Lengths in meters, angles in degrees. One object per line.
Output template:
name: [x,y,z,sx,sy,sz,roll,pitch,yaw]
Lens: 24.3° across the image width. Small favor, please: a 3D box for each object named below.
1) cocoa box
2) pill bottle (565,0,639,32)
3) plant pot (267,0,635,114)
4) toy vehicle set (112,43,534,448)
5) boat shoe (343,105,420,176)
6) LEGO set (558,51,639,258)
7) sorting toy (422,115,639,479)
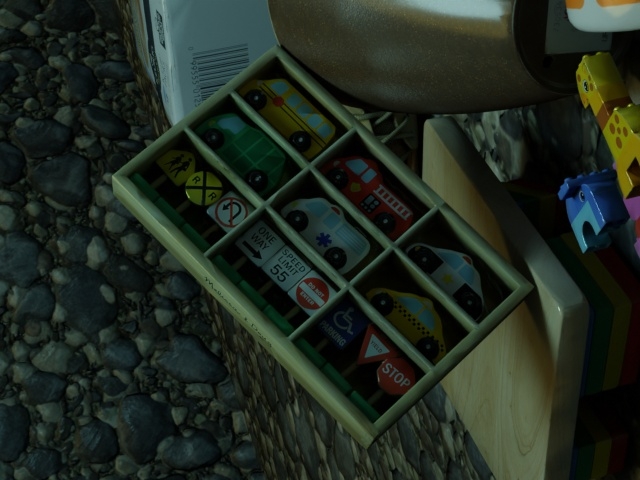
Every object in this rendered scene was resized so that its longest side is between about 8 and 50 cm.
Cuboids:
cocoa box: [-0.081,-0.321,1.543,0.228,0.231,0.347,-123,24,-55]
pill bottle: [0.183,-0.234,0.827,0.121,0.121,0.221,-153,52,-72]
plant pot: [0.110,-0.178,1.058,0.230,0.215,0.215,27,130,55]
toy vehicle set: [0.000,0.000,1.077,0.267,0.166,0.035,44,160,11]
boat shoe: [0.053,-0.121,1.480,0.324,0.123,0.120,82,162,-52]
LEGO set: [0.206,-0.071,0.963,0.227,0.087,0.093,109,145,-63]
sorting toy: [0.170,0.063,1.218,0.255,0.089,0.257,-119,20,-47]
